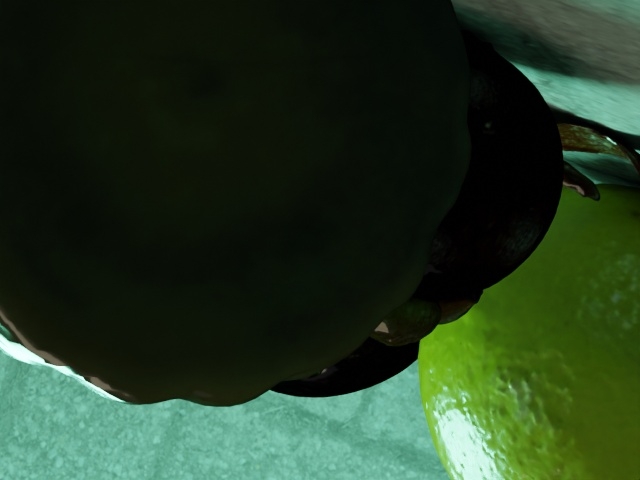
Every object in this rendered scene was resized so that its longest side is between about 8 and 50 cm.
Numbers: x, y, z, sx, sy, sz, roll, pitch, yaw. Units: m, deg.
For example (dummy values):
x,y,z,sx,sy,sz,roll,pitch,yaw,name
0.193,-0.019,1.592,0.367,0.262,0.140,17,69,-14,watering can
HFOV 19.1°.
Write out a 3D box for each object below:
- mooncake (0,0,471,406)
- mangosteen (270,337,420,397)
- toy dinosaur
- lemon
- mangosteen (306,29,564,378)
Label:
x,y,z,sx,sy,sz,roll,pitch,yaw,name
-0.077,-0.064,0.931,0.290,0.290,0.161,21,174,-25,mooncake
-0.006,0.012,1.879,0.297,0.297,0.313,21,174,-11,mangosteen
0.121,-0.055,1.476,0.327,0.113,0.206,21,178,8,toy dinosaur
0.242,0.113,1.644,0.364,0.364,0.364,20,177,1,lemon
0.042,-0.023,1.246,0.211,0.250,0.211,22,-177,-1,mangosteen
